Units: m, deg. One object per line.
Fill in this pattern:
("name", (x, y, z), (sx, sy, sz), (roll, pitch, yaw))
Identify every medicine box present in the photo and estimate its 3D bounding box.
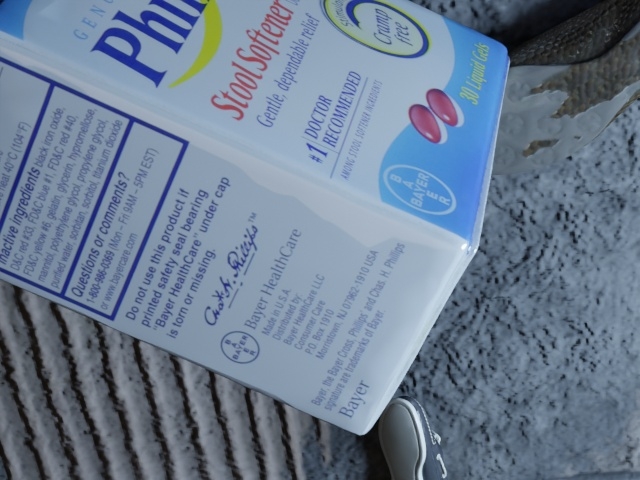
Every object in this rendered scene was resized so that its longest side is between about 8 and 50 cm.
("medicine box", (-0.054, -0.063, 1.050), (0.289, 0.263, 0.149), (25, 122, -4))

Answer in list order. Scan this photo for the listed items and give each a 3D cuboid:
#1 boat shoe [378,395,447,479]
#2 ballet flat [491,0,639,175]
("boat shoe", (0.077, 0.168, 1.359), (0.046, 0.038, 0.125), (18, 130, 43))
("ballet flat", (0.181, -0.121, 1.151), (0.250, 0.058, 0.084), (-32, 114, 28))
